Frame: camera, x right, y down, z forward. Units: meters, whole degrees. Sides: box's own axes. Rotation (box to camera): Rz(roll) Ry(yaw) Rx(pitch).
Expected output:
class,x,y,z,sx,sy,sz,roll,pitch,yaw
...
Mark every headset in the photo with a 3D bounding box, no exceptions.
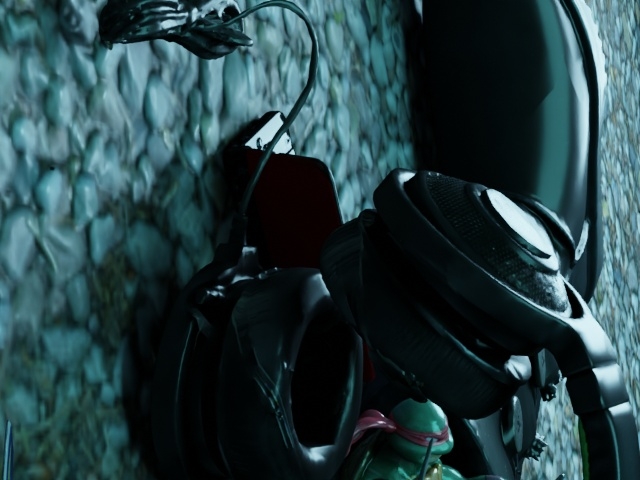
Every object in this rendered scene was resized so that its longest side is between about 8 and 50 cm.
class,x,y,z,sx,sy,sz,roll,pitch,yaw
headset,0.003,0.047,0.841,0.185,0.243,0.394,4,63,-65

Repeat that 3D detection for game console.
class,x,y,z,sx,sy,sz,roll,pitch,yaw
game console,0.000,0.000,1.013,0.124,0.085,0.144,-51,133,-60

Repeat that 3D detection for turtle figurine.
class,x,y,z,sx,sy,sz,roll,pitch,yaw
turtle figurine,0.058,0.179,1.014,0.175,0.118,0.234,-16,132,-39

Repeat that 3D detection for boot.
class,x,y,z,sx,sy,sz,roll,pitch,yaw
boot,0.107,0.008,1.232,0.445,0.146,0.367,-54,133,-53

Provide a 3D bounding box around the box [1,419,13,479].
class,x,y,z,sx,sy,sz,roll,pitch,yaw
box,-0.137,0.186,0.615,0.136,0.036,0.225,126,-33,-73
